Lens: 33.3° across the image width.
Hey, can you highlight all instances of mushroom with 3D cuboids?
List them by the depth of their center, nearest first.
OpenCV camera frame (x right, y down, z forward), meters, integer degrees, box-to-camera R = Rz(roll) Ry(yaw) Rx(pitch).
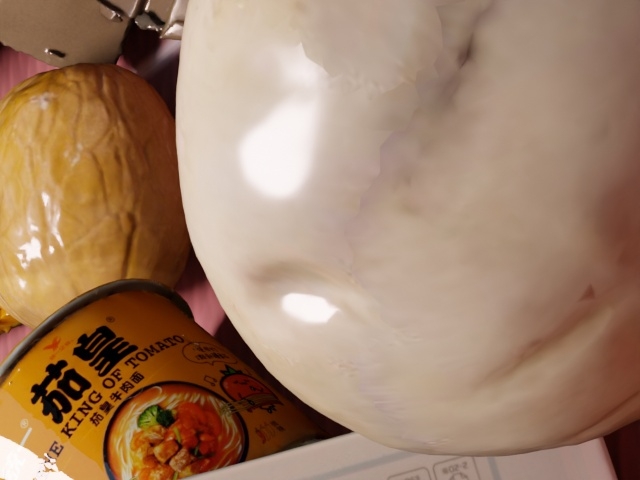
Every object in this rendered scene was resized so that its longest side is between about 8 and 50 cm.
[{"bbox_3d":[0.095,-0.049,0.472,0.315,0.356,0.315,-1,79,5],"label":"mushroom"}]

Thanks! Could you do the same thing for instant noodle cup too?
[{"bbox_3d":[-0.098,0.155,0.678,0.172,0.215,0.216,29,107,28],"label":"instant noodle cup"}]

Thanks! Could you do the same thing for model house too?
[{"bbox_3d":[-0.152,-0.200,0.778,0.248,0.176,0.181,32,109,20],"label":"model house"}]

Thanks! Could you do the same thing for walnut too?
[{"bbox_3d":[-0.169,-0.028,0.770,0.165,0.165,0.197,-18,79,39],"label":"walnut"}]

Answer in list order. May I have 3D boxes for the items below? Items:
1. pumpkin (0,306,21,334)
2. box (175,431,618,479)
[{"bbox_3d":[-0.402,0.059,0.948,0.280,0.190,0.139,-34,66,34],"label":"pumpkin"},{"bbox_3d":[0.024,0.160,0.538,0.079,0.269,0.135,113,143,-72],"label":"box"}]
